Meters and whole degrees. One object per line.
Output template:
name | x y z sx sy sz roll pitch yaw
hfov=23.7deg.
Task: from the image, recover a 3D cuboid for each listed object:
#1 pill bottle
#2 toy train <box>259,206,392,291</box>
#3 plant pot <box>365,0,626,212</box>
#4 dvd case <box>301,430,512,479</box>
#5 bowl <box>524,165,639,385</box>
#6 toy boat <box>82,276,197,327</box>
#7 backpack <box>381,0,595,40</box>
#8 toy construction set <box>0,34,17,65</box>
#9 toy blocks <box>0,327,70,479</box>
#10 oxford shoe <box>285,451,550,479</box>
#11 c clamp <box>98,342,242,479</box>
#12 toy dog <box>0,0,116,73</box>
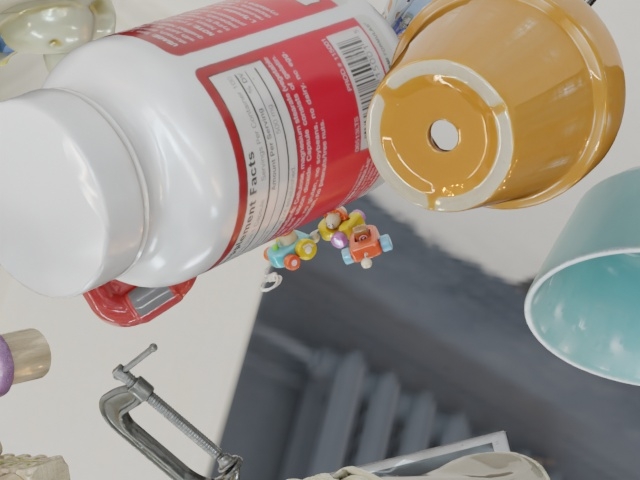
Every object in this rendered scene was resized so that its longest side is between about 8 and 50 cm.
pill bottle | -0.112 -0.094 1.402 0.229 0.408 0.229 17 118 35
toy train | 0.000 0.000 1.775 0.166 0.125 0.046 -17 116 14
plant pot | 0.132 -0.110 1.289 0.205 0.188 0.205 10 112 25
dvd case | 0.102 0.315 1.605 0.239 0.179 0.029 -15 169 8
bowl | 0.392 0.026 1.709 0.312 0.163 0.311 9 150 5
toy boat | -0.258 -0.013 1.868 0.151 0.231 0.151 -33 169 -1
backpack | 0.179 -0.247 1.647 0.213 0.276 0.263 31 155 1
toy construction set | -0.512 -0.198 1.884 0.215 0.327 0.151 26 130 -13
toy blocks | -0.372 0.204 1.179 0.289 0.309 0.260 -5 -175 41
oxford shoe | 0.018 0.237 1.169 0.449 0.130 0.169 -17 -164 -38
c clamp | -0.125 0.163 1.290 0.160 0.022 0.137 45 140 -16
toy dog | -0.416 -0.305 1.607 0.408 0.284 0.395 -7 -177 -31
